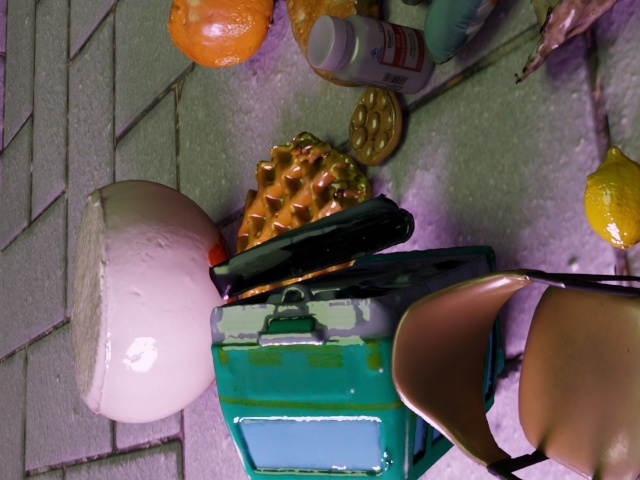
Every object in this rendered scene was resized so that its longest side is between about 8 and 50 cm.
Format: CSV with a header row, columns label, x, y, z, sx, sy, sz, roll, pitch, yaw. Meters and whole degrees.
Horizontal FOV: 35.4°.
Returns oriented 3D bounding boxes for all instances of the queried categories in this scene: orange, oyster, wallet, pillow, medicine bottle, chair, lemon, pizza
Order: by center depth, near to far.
label,x,y,z,sx,sy,sz,roll,pitch,yaw
chair,0.202,0.105,0.779,0.172,0.247,0.158,18,100,52
lemon,0.266,-0.038,0.888,0.065,0.065,0.092,-13,83,58
oyster,0.259,-0.281,0.942,0.166,0.094,0.294,-91,16,-49
wallet,0.000,0.000,1.052,0.379,0.191,0.046,-54,-58,-87
pillow,0.143,-0.334,1.133,0.214,0.086,0.233,-65,33,37
medicine bottle,0.059,-0.224,1.195,0.079,0.140,0.079,-18,69,57
pizza,0.029,-0.319,1.343,0.292,0.058,0.197,58,134,45
orange,-0.153,-0.365,1.562,0.193,0.161,0.193,-176,90,-72

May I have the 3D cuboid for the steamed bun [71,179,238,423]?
label,x,y,z,sx,sy,sz,roll,pitch,yaw
steamed bun,-0.250,0.094,1.550,0.374,0.241,0.374,-177,90,-72

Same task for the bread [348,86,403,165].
label,x,y,z,sx,sy,sz,roll,pitch,yaw
bread,0.071,-0.148,1.274,0.110,0.024,0.110,-15,72,56

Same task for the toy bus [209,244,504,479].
label,x,y,z,sx,sy,sz,roll,pitch,yaw
toy bus,0.056,0.118,0.955,0.183,0.343,0.199,-6,94,27

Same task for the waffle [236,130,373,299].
label,x,y,z,sx,sy,sz,roll,pitch,yaw
waffle,-0.032,0.003,1.378,0.325,0.068,0.302,22,105,54
